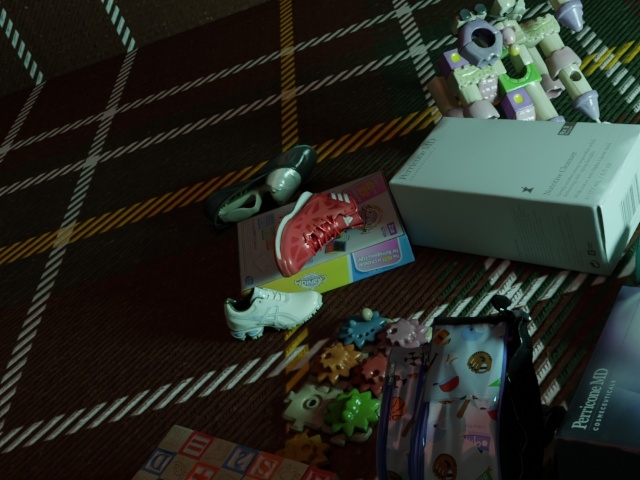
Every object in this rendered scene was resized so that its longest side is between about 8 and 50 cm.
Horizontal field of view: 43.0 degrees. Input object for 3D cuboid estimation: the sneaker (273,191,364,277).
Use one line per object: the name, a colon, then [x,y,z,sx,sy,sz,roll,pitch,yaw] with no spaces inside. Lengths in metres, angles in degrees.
sneaker: [0.002,-0.023,1.451,0.128,0.087,0.221,-7,39,24]

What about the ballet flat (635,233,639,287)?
ballet flat: [0.501,0.060,1.193,0.073,0.080,0.232,19,49,8]

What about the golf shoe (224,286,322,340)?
golf shoe: [-0.086,0.115,1.431,0.176,0.086,0.069,-19,32,3]

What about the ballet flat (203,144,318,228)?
ballet flat: [-0.122,-0.102,1.754,0.280,0.095,0.096,-29,43,10]

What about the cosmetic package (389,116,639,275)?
cosmetic package: [0.340,-0.088,1.396,0.385,0.156,0.217,10,48,37]

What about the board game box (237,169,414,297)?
board game box: [0.000,0.000,1.555,0.316,0.064,0.242,-19,34,6]

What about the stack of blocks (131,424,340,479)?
stack of blocks: [-0.126,0.372,1.098,0.297,0.087,0.171,5,43,35]

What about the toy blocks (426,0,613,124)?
toy blocks: [0.396,-0.290,1.565,0.288,0.309,0.260,-21,75,-11]

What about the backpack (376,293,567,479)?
backpack: [0.178,0.245,0.957,0.213,0.276,0.263,-14,41,22]

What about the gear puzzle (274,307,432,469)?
gear puzzle: [0.027,0.226,1.246,0.175,0.044,0.339,8,45,37]

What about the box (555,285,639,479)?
box: [0.414,0.193,0.789,0.294,0.183,0.296,2,26,32]
